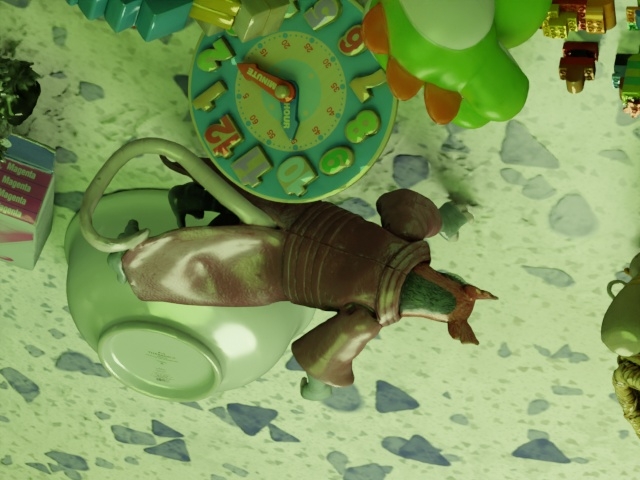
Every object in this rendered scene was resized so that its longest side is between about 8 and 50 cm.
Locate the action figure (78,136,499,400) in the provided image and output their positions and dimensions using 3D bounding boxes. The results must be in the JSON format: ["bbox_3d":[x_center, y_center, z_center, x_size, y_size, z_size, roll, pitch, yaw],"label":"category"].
[{"bbox_3d":[0.000,0.000,1.824,0.370,0.248,0.276,15,159,26],"label":"action figure"}]

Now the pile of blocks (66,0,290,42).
[{"bbox_3d":[-0.213,-0.233,1.676,0.362,0.149,0.112,23,147,-3],"label":"pile of blocks"}]

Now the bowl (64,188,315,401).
[{"bbox_3d":[-0.162,0.086,2.109,0.298,0.134,0.298,11,143,8],"label":"bowl"}]

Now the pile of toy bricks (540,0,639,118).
[{"bbox_3d":[0.287,-0.151,1.633,0.212,0.105,0.118,4,142,18],"label":"pile of toy bricks"}]

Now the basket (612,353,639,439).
[{"bbox_3d":[0.418,0.204,1.957,0.213,0.223,0.299,-8,139,30],"label":"basket"}]

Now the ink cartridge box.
[{"bbox_3d":[-0.437,-0.078,1.968,0.324,0.071,0.330,20,166,-4],"label":"ink cartridge box"}]

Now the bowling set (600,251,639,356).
[{"bbox_3d":[0.389,-0.010,1.782,0.287,0.154,0.200,-2,122,26],"label":"bowling set"}]

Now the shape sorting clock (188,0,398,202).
[{"bbox_3d":[-0.028,-0.136,1.735,0.206,0.040,0.206,4,100,24],"label":"shape sorting clock"}]

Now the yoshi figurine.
[{"bbox_3d":[0.071,-0.265,1.558,0.203,0.203,0.362,-36,112,1],"label":"yoshi figurine"}]

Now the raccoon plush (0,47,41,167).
[{"bbox_3d":[-0.435,-0.208,1.631,0.446,0.216,0.299,31,153,24],"label":"raccoon plush"}]
